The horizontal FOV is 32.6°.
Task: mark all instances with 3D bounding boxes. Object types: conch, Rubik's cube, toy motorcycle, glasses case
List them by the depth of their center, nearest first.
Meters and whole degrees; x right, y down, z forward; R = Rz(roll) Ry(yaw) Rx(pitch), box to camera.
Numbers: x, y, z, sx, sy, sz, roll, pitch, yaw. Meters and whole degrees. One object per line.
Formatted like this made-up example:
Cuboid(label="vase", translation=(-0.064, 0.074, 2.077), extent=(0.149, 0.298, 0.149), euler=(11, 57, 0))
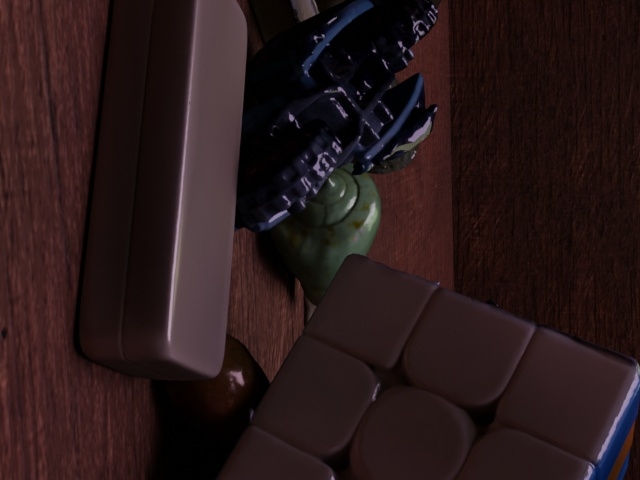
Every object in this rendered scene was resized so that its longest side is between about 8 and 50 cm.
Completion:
Cuboid(label="glasses case", translation=(-0.123, -0.059, 0.902), extent=(0.144, 0.076, 0.336), euler=(51, 40, -69))
Cuboid(label="Rubik's cube", translation=(0.108, 0.232, 1.025), extent=(0.291, 0.291, 0.290), euler=(-61, 155, -19))
Cuboid(label="toy motorcycle", translation=(-0.018, -0.126, 1.143), extent=(0.172, 0.232, 0.416), euler=(51, 41, -19))
Cuboid(label="conch", translation=(0.002, -0.019, 1.368), extent=(0.137, 0.143, 0.250), euler=(-45, 171, -9))

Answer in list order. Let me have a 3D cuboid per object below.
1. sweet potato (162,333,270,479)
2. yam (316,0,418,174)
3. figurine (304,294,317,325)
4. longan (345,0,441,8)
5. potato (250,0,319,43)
Cuboid(label="sweet potato", translation=(-0.079, 0.184, 1.055), extent=(0.291, 0.097, 0.097), euler=(77, 18, -45))
Cuboid(label="yam", translation=(0.049, -0.218, 1.567), extent=(0.330, 0.133, 0.133), euler=(61, 31, -57))
Cuboid(label="figurine", translation=(0.006, 0.105, 1.530), extent=(0.047, 0.051, 0.083), euler=(-70, 157, -71))
Cuboid(label="longan", translation=(0.093, -0.408, 1.606), extent=(0.196, 0.197, 0.220), euler=(37, 39, -74))
Cuboid(label="potato", translation=(-0.041, -0.277, 1.307), extent=(0.122, 0.061, 0.086), euler=(67, 26, -56))
